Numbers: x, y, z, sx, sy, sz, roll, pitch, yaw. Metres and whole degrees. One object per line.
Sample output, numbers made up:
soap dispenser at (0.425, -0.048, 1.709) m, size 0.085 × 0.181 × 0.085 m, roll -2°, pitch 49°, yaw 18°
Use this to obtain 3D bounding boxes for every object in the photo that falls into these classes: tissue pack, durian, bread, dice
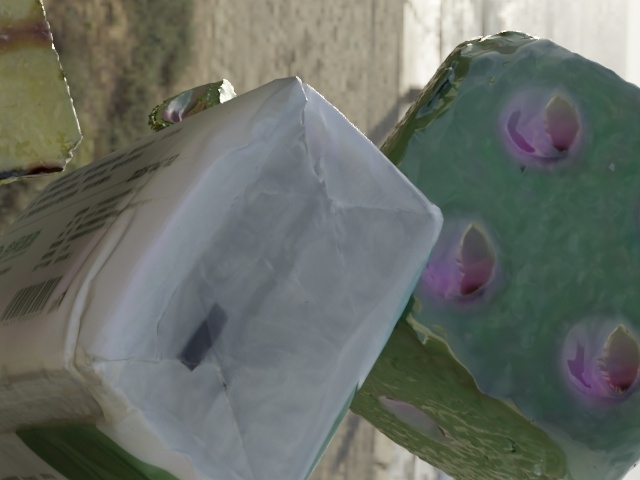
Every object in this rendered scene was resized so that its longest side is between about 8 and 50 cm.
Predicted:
tissue pack at (-0.118, 0.059, 0.958) m, size 0.194 × 0.356 × 0.266 m, roll 44°, pitch 59°, yaw -21°
durian at (-0.167, -0.158, 1.909) m, size 0.220 × 0.137 × 0.095 m, roll -103°, pitch 175°, yaw -74°
bread at (-0.358, -0.166, 1.194) m, size 0.236 × 0.198 × 0.263 m, roll -6°, pitch 77°, yaw -71°
dice at (0.169, 0.028, 1.207) m, size 0.330 × 0.322 × 0.318 m, roll -57°, pitch -179°, yaw -17°
